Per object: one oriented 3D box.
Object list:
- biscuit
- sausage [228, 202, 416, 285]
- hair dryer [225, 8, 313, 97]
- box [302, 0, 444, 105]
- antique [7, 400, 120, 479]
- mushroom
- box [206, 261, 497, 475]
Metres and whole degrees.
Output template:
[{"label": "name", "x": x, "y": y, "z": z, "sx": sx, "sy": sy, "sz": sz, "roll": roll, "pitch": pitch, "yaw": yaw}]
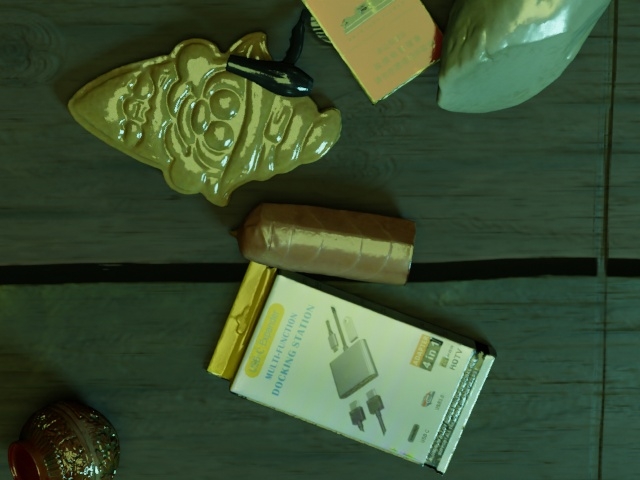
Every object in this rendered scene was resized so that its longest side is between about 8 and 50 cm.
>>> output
[{"label": "biscuit", "x": -0.105, "y": -0.112, "z": 1.731, "sx": 0.250, "sy": 0.035, "sz": 0.162, "roll": 4, "pitch": 99, "yaw": 1}, {"label": "sausage", "x": 0.000, "y": 0.000, "z": 1.742, "sx": 0.169, "sy": 0.065, "sz": 0.065, "roll": 8, "pitch": 103, "yaw": -2}, {"label": "hair dryer", "x": -0.038, "y": -0.172, "z": 1.703, "sx": 0.079, "sy": 0.031, "sz": 0.083, "roll": 19, "pitch": 71, "yaw": -6}, {"label": "box", "x": 0.047, "y": -0.200, "z": 1.711, "sx": 0.090, "sy": 0.023, "sz": 0.133, "roll": -33, "pitch": 102, "yaw": 6}, {"label": "antique", "x": -0.233, "y": 0.198, "z": 1.770, "sx": 0.104, "sy": 0.104, "sz": 0.104, "roll": 0, "pitch": 104, "yaw": 0}, {"label": "mushroom", "x": 0.211, "y": -0.254, "z": 1.649, "sx": 0.128, "sy": 0.128, "sz": 0.350, "roll": 33, "pitch": 98, "yaw": -7}, {"label": "box", "x": 0.028, "y": 0.119, "z": 1.783, "sx": 0.247, "sy": 0.033, "sz": 0.129, "roll": 20, "pitch": 103, "yaw": -5}]
